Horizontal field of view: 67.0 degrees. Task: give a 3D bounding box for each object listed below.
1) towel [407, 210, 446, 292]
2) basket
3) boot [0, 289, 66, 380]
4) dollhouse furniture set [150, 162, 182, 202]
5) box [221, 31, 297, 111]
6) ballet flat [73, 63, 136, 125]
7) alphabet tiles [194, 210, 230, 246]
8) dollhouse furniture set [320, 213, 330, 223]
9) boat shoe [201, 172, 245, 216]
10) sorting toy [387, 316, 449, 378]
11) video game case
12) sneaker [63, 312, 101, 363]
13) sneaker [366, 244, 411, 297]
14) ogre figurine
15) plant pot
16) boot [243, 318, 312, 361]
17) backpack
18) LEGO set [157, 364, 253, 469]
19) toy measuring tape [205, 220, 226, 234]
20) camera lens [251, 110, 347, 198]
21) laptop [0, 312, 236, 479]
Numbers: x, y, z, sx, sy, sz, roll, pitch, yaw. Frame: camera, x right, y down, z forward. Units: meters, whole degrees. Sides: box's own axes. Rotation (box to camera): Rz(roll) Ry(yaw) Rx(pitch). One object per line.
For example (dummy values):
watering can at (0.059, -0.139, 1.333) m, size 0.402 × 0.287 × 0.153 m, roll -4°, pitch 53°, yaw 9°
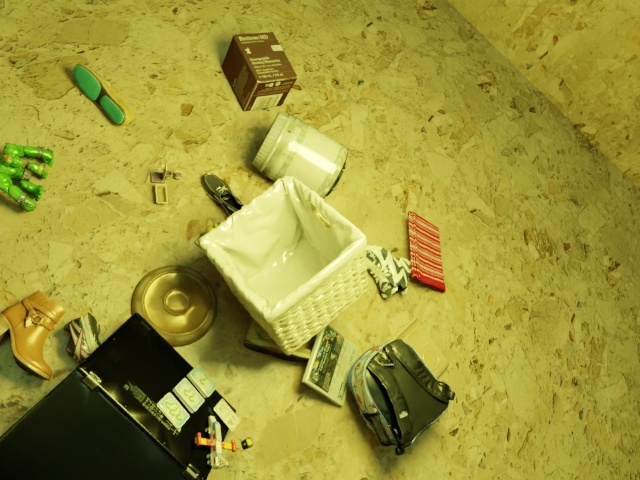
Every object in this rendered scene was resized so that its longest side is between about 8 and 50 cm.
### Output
towel at (0.392, 0.041, 1.773) m, size 0.198 × 0.031 × 0.275 m, roll 26°, pitch 54°, yaw -39°
basket at (-0.083, 0.065, 1.309) m, size 0.331 × 0.266 × 0.328 m, roll -38°, pitch 57°, yaw -16°
boot at (-0.673, 0.223, 1.159) m, size 0.197 × 0.073 × 0.152 m, roll 46°, pitch 51°, yaw -4°
dollhouse furniture set at (-0.453, -0.172, 1.448) m, size 0.091 × 0.081 × 0.114 m, roll -1°, pitch 68°, yaw -27°
box at (-0.219, -0.597, 1.715) m, size 0.168 × 0.167 × 0.203 m, roll -21°, pitch 77°, yaw -33°
ballet flat at (-0.662, -0.445, 1.489) m, size 0.232 × 0.080 × 0.073 m, roll 50°, pitch 27°, yaw -1°
alphabet tiles at (-0.243, -0.003, 1.521) m, size 0.198 × 0.009 × 0.237 m, roll 42°, pitch 56°, yaw -3°
dollhouse furniture set at (0.000, 0.000, 1.632) m, size 0.144 × 0.123 × 0.151 m, roll -3°, pitch 34°, yaw -28°
boat shoe at (-0.296, -0.146, 1.520) m, size 0.075 × 0.065 × 0.206 m, roll -35°, pitch 79°, yaw -33°
sorting toy at (0.316, 0.390, 1.609) m, size 0.193 × 0.038 × 0.208 m, roll -34°, pitch 89°, yaw -34°
video game case at (0.034, 0.368, 1.443) m, size 0.173 × 0.022 × 0.190 m, roll 43°, pitch 52°, yaw -32°
sneaker at (-0.583, 0.274, 1.194) m, size 0.077 × 0.072 × 0.178 m, roll -17°, pitch 76°, yaw -8°
sneaker at (0.208, 0.116, 1.642) m, size 0.235 × 0.094 × 0.153 m, roll 25°, pitch 49°, yaw -27°
ogre figurine at (-0.790, -0.178, 1.278) m, size 0.118 × 0.096 × 0.197 m, roll 23°, pitch 73°, yaw -36°
plant pot at (-0.400, 0.175, 1.343) m, size 0.236 × 0.032 × 0.236 m, roll 11°, pitch 63°, yaw -23°
boot at (-0.109, 0.261, 1.427) m, size 0.213 × 0.077 × 0.165 m, roll 21°, pitch 57°, yaw -17°
backpack at (0.216, 0.436, 1.427) m, size 0.276 × 0.213 × 0.263 m, roll -28°, pitch 90°, yaw -37°
LEGO set at (-0.257, 0.432, 1.174) m, size 0.244 × 0.060 × 0.182 m, roll 51°, pitch 21°, yaw -1°
toy measuring tape at (-0.184, -0.010, 1.481) m, size 0.330 × 0.121 × 0.121 m, roll 9°, pitch 63°, yaw -23°
camera lens at (-0.064, -0.273, 1.611) m, size 0.274 × 0.219 × 0.219 m, roll 28°, pitch 57°, yaw -13°
laptop at (-0.458, 0.452, 1.122) m, size 0.382 × 0.236 × 0.408 m, roll 49°, pitch 18°, yaw -9°
